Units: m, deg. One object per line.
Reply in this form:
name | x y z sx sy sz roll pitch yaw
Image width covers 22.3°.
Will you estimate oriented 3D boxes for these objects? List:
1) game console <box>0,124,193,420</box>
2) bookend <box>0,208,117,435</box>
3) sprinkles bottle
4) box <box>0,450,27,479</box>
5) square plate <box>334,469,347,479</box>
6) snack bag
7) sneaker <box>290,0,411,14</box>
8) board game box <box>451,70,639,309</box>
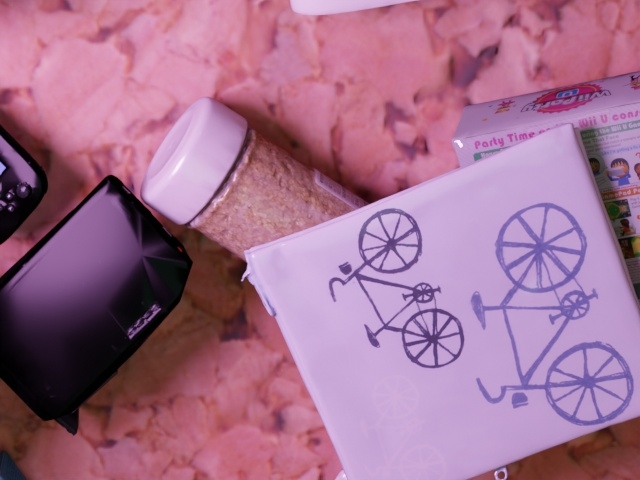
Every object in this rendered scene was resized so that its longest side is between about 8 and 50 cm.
game console | -0.305 -0.020 1.533 0.361 0.044 0.213 45 99 2
bookend | -0.248 0.083 1.620 0.156 0.072 0.157 -41 110 9
sprinkles bottle | 0.000 0.000 1.591 0.355 0.121 0.121 32 104 -17
box | -0.312 0.350 1.719 0.100 0.060 0.244 -30 111 5
square plate | 0.099 0.461 1.814 0.344 0.049 0.347 24 106 -15
snack bag | 0.136 0.088 1.556 0.342 0.037 0.323 -22 111 5
sneaker | 0.103 -0.316 1.491 0.292 0.108 0.169 -11 114 -1
board game box | 0.279 -0.001 1.599 0.224 0.097 0.303 -10 113 19
